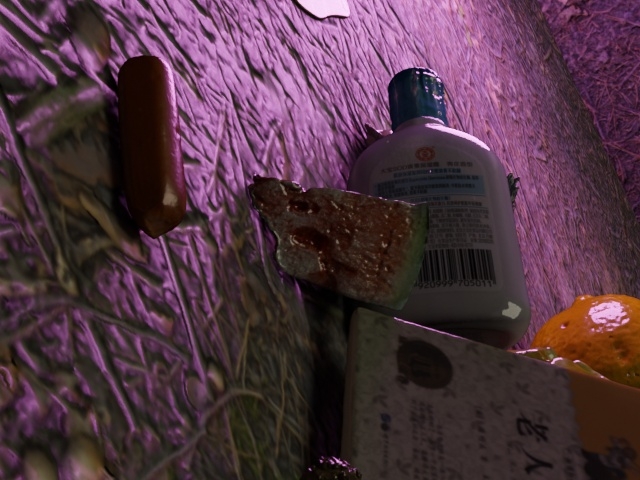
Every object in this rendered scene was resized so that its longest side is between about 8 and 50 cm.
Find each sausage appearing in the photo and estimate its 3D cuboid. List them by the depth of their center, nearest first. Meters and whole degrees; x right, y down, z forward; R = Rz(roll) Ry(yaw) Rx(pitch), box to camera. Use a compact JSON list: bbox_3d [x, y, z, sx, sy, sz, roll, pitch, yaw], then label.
[{"bbox_3d":[-0.114,-0.063,0.736,0.039,0.041,0.131,75,6,-64],"label":"sausage"}]

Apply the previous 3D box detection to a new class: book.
[{"bbox_3d":[0.199,0.201,0.857,0.389,0.032,0.269,16,41,-11],"label":"book"}]

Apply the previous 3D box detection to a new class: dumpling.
[{"bbox_3d":[0.072,-0.098,1.214,0.076,0.057,0.052,13,93,-32],"label":"dumpling"}]

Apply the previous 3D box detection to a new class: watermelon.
[{"bbox_3d":[0.024,0.003,0.923,0.158,0.121,0.098,30,66,-52],"label":"watermelon"}]

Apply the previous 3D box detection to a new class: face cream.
[{"bbox_3d":[0.106,-0.037,1.081,0.080,0.163,0.336,82,4,-51],"label":"face cream"}]

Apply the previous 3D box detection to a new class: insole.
[{"bbox_3d":[-0.001,-0.279,1.240,0.188,0.004,0.064,-19,90,-68],"label":"insole"}]

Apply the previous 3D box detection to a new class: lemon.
[{"bbox_3d":[0.386,0.186,1.450,0.228,0.228,0.253,55,25,-32],"label":"lemon"}]

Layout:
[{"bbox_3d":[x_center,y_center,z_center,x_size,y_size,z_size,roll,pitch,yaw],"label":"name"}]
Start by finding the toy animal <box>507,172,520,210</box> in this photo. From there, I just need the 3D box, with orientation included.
[{"bbox_3d":[0.178,0.024,1.267,0.062,0.108,0.220,1,104,-71],"label":"toy animal"}]

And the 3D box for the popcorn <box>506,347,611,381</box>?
[{"bbox_3d":[0.202,0.203,1.028,0.221,0.204,0.183,43,35,-4],"label":"popcorn"}]

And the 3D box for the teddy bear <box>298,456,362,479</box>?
[{"bbox_3d":[-0.018,0.216,0.686,0.119,0.078,0.160,72,21,-74],"label":"teddy bear"}]
